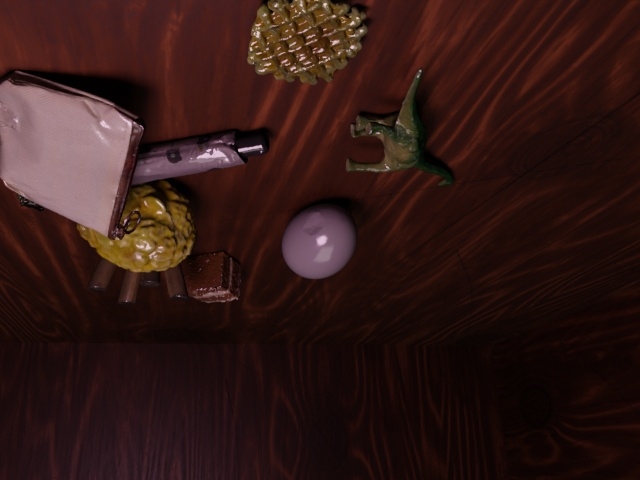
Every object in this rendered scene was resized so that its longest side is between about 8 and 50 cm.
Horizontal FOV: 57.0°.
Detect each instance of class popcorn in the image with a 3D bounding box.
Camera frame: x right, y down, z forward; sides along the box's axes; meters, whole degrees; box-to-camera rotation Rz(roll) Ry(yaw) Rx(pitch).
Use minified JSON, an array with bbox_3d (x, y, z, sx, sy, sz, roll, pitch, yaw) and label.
[{"bbox_3d":[-0.414,-0.033,1.308,0.251,0.206,0.237,0,177,27],"label":"popcorn"}]

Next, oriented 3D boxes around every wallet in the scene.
[{"bbox_3d":[-0.442,-0.144,1.041,0.275,0.068,0.335,21,137,-10],"label":"wallet"}]

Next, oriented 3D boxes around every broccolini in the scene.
[{"bbox_3d":[-0.645,-0.136,1.249,0.057,0.071,0.254,35,161,21],"label":"broccolini"}]

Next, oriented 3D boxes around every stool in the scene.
[{"bbox_3d":[-0.467,0.056,1.543,0.272,0.178,0.272,-1,160,0],"label":"stool"}]

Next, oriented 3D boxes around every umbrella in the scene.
[{"bbox_3d":[-0.263,-0.163,1.157,0.337,0.067,0.073,-8,170,11],"label":"umbrella"}]

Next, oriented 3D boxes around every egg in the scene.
[{"bbox_3d":[0.000,0.000,1.453,0.176,0.176,0.232,7,154,-24],"label":"egg"}]

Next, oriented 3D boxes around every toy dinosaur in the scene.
[{"bbox_3d":[0.208,-0.183,1.131,0.301,0.087,0.447,4,165,-13],"label":"toy dinosaur"}]

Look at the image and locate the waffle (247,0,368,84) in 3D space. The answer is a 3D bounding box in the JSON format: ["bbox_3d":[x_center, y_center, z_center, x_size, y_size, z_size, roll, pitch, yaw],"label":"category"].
[{"bbox_3d":[-0.022,-0.296,0.880,0.169,0.036,0.183,3,159,-18],"label":"waffle"}]

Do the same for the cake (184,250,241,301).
[{"bbox_3d":[-0.322,0.119,1.786,0.135,0.134,0.147,-6,152,15],"label":"cake"}]
